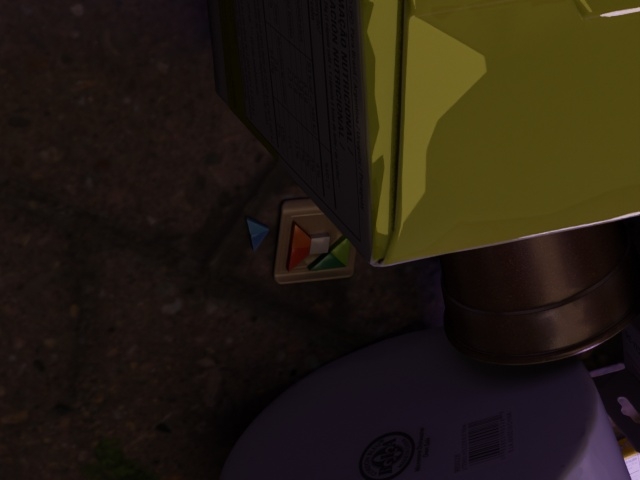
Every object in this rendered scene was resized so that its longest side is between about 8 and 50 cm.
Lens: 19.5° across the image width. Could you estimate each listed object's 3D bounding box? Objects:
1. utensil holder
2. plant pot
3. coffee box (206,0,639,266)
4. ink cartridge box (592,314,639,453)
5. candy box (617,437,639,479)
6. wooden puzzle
[{"bbox_3d":[0.120,0.307,1.478,0.327,0.327,0.385,-25,117,-6],"label":"utensil holder"},{"bbox_3d":[0.153,-0.021,1.414,0.167,0.167,0.165,-23,118,-8],"label":"plant pot"},{"bbox_3d":[0.122,-0.222,1.125,0.337,0.334,0.338,-11,115,-16],"label":"coffee box"},{"bbox_3d":[0.333,0.098,1.580,0.198,0.115,0.067,-18,125,-11],"label":"ink cartridge box"},{"bbox_3d":[0.324,0.208,1.702,0.206,0.027,0.105,-21,124,-9],"label":"candy box"},{"bbox_3d":[0.000,0.000,1.445,0.116,0.014,0.079,-12,124,-15],"label":"wooden puzzle"}]
